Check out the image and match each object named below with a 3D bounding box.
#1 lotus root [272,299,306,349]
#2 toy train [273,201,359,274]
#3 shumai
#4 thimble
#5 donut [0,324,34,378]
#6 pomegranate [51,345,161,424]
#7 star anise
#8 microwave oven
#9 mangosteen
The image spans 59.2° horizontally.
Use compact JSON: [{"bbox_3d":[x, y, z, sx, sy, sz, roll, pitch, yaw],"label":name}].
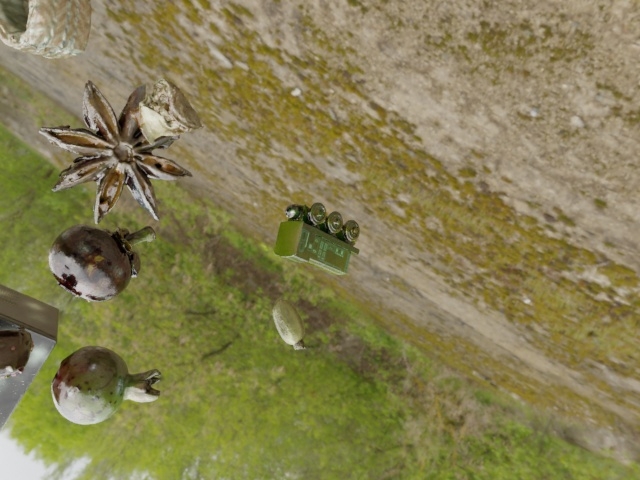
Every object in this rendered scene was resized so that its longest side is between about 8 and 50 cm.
[{"bbox_3d":[-0.101,0.276,1.834,0.077,0.090,0.183,-5,-127,-33],"label":"lotus root"},{"bbox_3d":[0.000,0.000,1.267,0.090,0.137,0.225,-1,162,44],"label":"toy train"},{"bbox_3d":[-0.325,-0.254,1.170,0.145,0.116,0.145,40,165,13],"label":"shumai"},{"bbox_3d":[-0.605,-0.508,1.195,0.196,0.229,0.148,-3,-175,31],"label":"thimble"},{"bbox_3d":[-0.899,0.304,1.429,0.345,0.136,0.259,-10,170,3],"label":"donut"},{"bbox_3d":[-0.652,0.432,1.719,0.306,0.242,0.242,0,-170,-33],"label":"pomegranate"},{"bbox_3d":[-0.444,-0.191,1.255,0.331,0.332,0.117,35,172,-27],"label":"star anise"},{"bbox_3d":[-1.056,0.399,1.794,0.236,0.432,0.374,33,177,-26],"label":"microwave oven"},{"bbox_3d":[-0.605,0.036,1.580,0.231,0.289,0.231,39,157,20],"label":"mangosteen"}]
